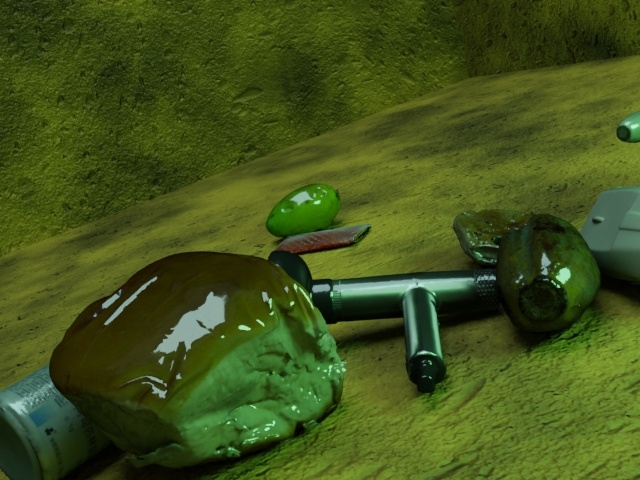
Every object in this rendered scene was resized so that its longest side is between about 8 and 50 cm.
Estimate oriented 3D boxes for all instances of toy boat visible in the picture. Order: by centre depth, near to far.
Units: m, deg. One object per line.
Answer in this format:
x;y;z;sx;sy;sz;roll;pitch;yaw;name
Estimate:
0.434;0.003;1.049;0.140;0.141;0.269;-20;15;-13;toy boat

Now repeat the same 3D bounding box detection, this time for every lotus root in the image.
0.288;0.042;1.053;0.124;0.123;0.241;-43;7;24;lotus root

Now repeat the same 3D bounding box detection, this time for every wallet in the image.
0.000;0.000;1.706;0.196;0.020;0.103;-9;16;25;wallet

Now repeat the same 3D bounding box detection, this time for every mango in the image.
-0.036;-0.059;1.816;0.178;0.100;0.119;-25;-24;-8;mango

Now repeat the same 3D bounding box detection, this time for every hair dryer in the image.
0.065;0.088;1.063;0.320;0.156;0.284;-4;4;15;hair dryer

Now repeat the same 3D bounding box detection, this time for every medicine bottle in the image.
-0.320;0.217;1.036;0.135;0.135;0.168;-3;21;41;medicine bottle

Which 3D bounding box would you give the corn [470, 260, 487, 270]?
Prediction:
0.261;0.029;1.305;0.027;0.028;0.083;21;33;22;corn

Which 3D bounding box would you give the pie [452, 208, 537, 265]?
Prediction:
0.301;-0.005;1.286;0.195;0.046;0.195;3;22;-1;pie

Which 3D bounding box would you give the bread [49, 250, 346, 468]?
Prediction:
-0.143;0.139;0.940;0.250;0.225;0.279;13;39;44;bread

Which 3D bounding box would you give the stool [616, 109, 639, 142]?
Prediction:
0.586;-0.138;1.247;0.198;0.195;0.195;-27;18;-31;stool
